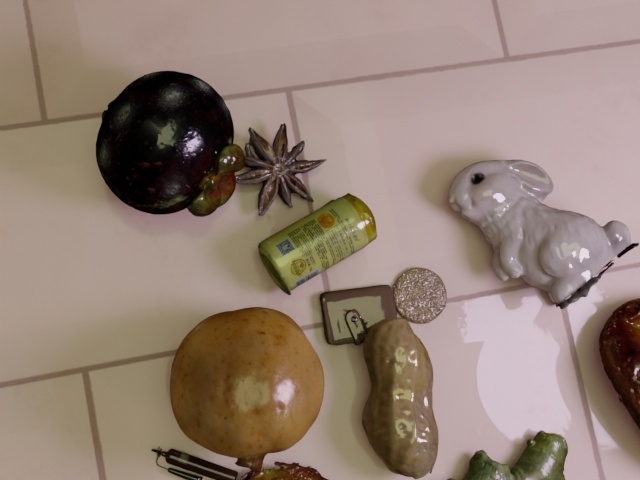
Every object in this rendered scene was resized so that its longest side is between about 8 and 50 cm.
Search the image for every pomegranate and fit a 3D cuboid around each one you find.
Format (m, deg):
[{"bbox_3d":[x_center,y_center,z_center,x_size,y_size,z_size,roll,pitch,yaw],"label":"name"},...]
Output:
[{"bbox_3d":[-0.136,0.259,1.730,0.307,0.307,0.307,2,81,-10],"label":"pomegranate"}]

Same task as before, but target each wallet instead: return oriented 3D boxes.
[{"bbox_3d":[0.079,0.153,1.898,0.152,0.039,0.118,-8,81,-12],"label":"wallet"}]

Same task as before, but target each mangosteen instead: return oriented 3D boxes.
[{"bbox_3d":[-0.281,-0.177,1.768,0.288,0.288,0.288,2,81,-10],"label":"mangosteen"}]

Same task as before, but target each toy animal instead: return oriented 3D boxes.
[{"bbox_3d":[0.438,-0.036,1.926,0.258,0.194,0.357,-40,81,-3],"label":"toy animal"}]

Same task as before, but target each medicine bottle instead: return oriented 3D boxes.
[{"bbox_3d":[0.000,0.000,1.868,0.239,0.124,0.124,-31,87,-14],"label":"medicine bottle"}]

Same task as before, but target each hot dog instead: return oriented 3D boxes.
[{"bbox_3d":[0.741,0.294,1.921,0.267,0.174,0.387,-31,88,-11],"label":"hot dog"}]

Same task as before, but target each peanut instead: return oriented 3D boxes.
[{"bbox_3d":[0.156,0.308,1.833,0.149,0.149,0.313,-1,87,-10],"label":"peanut"}]

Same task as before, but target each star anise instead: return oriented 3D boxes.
[{"bbox_3d":[-0.087,-0.138,1.904,0.182,0.065,0.195,25,79,-10],"label":"star anise"}]

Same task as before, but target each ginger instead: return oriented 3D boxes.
[{"bbox_3d":[0.375,0.479,1.874,0.290,0.089,0.137,-16,66,-8],"label":"ginger"}]

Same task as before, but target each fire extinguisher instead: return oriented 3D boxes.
[{"bbox_3d":[-0.248,0.440,1.800,0.173,0.035,0.049,21,116,-6],"label":"fire extinguisher"}]

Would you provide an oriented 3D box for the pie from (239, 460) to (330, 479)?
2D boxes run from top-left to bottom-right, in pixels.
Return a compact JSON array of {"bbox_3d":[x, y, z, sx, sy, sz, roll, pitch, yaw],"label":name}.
[{"bbox_3d":[-0.064,0.575,1.780,0.308,0.085,0.308,1,77,-6],"label":"pie"}]

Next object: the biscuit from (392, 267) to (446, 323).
[{"bbox_3d":[0.206,0.114,1.937,0.120,0.015,0.120,2,80,-9],"label":"biscuit"}]
